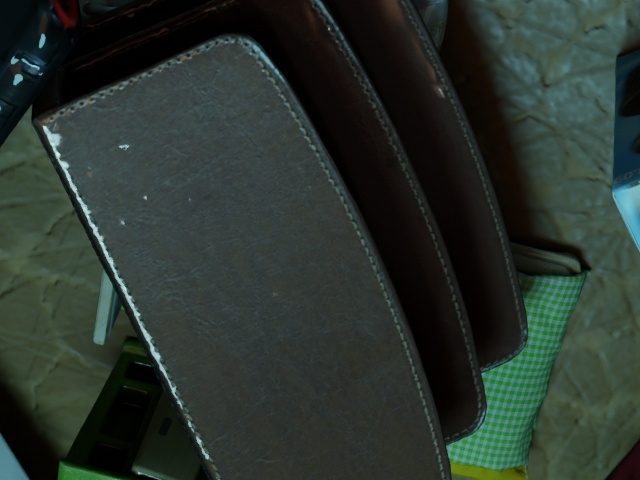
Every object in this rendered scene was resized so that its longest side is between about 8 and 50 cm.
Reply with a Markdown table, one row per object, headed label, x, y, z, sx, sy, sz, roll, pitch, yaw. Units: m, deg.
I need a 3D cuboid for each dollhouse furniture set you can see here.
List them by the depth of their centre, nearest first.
| label | x | y | z | sx | sy | sz | roll | pitch | yaw |
| --- | --- | --- | --- | --- | --- | --- | --- | --- | --- |
| dollhouse furniture set | 0.003 | 0.091 | 1.182 | 0.301 | 0.151 | 0.198 | 14 | 120 | 2 |

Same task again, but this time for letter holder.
| label | x | y | z | sx | sy | sz | roll | pitch | yaw |
| --- | --- | --- | --- | --- | --- | --- | --- | --- | --- |
| letter holder | 0.000 | 0.000 | 1.021 | 0.214 | 0.152 | 0.302 | -23 | 112 | 1 |

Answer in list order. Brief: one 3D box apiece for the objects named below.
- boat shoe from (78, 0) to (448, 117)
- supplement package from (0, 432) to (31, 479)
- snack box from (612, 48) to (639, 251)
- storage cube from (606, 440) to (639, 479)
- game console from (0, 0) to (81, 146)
| label | x | y | z | sx | sy | sz | roll | pitch | yaw |
| --- | --- | --- | --- | --- | --- | --- | --- | --- | --- |
| boat shoe | -0.082 | -0.147 | 1.093 | 0.320 | 0.118 | 0.103 | 9 | 114 | 0 |
| supplement package | -0.277 | 0.268 | 1.254 | 0.145 | 0.204 | 0.262 | -22 | 102 | 43 |
| snack box | 0.319 | -0.101 | 1.001 | 0.322 | 0.187 | 0.060 | -21 | 113 | 19 |
| storage cube | 0.248 | 0.279 | 1.225 | 0.215 | 0.184 | 0.193 | 30 | 120 | -7 |
| game console | -0.296 | -0.106 | 1.049 | 0.060 | 0.342 | 0.386 | 13 | 129 | -41 |
